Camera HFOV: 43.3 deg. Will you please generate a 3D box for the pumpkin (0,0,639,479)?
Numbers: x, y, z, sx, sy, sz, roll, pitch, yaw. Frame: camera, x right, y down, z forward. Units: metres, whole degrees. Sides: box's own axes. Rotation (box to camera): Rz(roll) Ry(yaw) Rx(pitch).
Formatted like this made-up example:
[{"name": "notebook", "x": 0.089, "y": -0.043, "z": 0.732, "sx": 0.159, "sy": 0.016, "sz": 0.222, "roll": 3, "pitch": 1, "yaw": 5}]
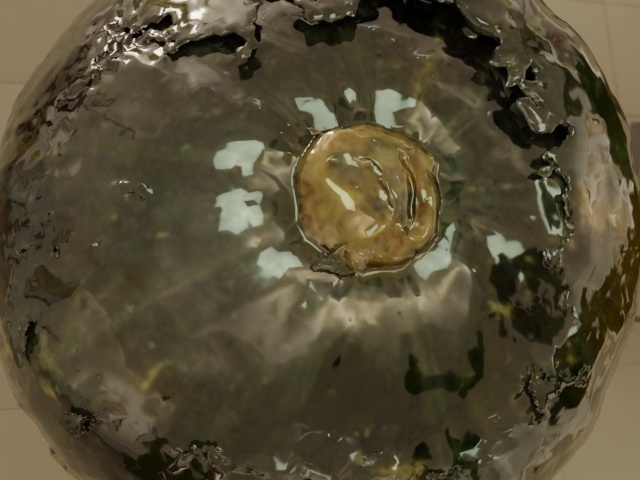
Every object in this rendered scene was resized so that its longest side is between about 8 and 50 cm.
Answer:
[{"name": "pumpkin", "x": 0.000, "y": 0.000, "z": 0.558, "sx": 0.455, "sy": 0.344, "sz": 0.454, "roll": 0, "pitch": 83, "yaw": 0}]
